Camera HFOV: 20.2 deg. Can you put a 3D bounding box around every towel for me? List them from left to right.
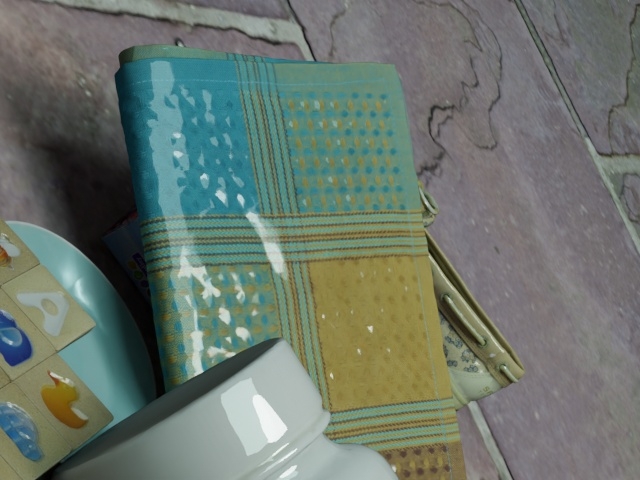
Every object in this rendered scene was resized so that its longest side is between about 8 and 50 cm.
[{"bbox_3d":[-0.017,0.039,1.343,0.271,0.040,0.370,1,75,-40],"label":"towel"}]

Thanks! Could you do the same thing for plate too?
[{"bbox_3d":[-0.182,0.074,1.213,0.188,0.024,0.188,40,33,-33],"label":"plate"}]

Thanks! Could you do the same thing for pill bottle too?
[{"bbox_3d":[-0.005,0.257,1.122,0.361,0.204,0.204,60,27,-3],"label":"pill bottle"}]

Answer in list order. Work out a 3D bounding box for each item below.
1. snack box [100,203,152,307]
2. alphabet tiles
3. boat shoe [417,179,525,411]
[{"bbox_3d":[-0.063,0.014,1.426,0.174,0.070,0.207,56,29,-9],"label":"snack box"},{"bbox_3d":[-0.268,0.040,1.053,0.285,0.011,0.342,47,26,3],"label":"alphabet tiles"},{"bbox_3d":[0.090,0.014,1.629,0.285,0.089,0.104,64,14,-7],"label":"boat shoe"}]
